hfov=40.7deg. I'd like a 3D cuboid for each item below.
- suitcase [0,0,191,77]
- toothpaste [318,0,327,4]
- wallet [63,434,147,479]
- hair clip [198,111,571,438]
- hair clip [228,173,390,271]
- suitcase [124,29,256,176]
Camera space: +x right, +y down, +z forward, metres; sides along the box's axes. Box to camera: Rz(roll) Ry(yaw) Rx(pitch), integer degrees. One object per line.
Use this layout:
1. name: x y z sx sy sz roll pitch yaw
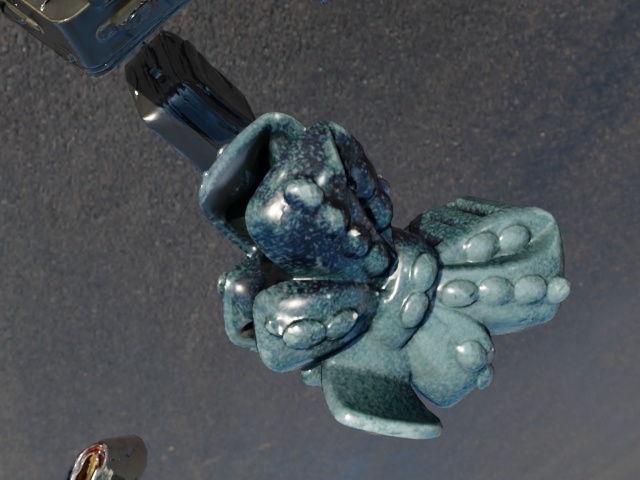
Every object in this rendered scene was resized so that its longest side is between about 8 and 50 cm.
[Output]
1. suitcase: -0.436 -0.472 1.500 0.283 0.434 0.194 -46 148 -14
2. toothpaste: 0.016 -0.533 1.796 0.027 0.019 0.083 1 115 -49
3. wallet: -0.203 0.246 0.684 0.042 0.195 0.161 30 170 1
4. hair clip: 0.042 0.035 0.696 0.310 0.206 0.194 20 178 -31
5. hair clip: -0.005 -0.005 0.854 0.187 0.056 0.146 -25 140 -26
6. suitcase: -0.295 -0.304 1.996 0.188 0.345 0.339 -41 127 11
